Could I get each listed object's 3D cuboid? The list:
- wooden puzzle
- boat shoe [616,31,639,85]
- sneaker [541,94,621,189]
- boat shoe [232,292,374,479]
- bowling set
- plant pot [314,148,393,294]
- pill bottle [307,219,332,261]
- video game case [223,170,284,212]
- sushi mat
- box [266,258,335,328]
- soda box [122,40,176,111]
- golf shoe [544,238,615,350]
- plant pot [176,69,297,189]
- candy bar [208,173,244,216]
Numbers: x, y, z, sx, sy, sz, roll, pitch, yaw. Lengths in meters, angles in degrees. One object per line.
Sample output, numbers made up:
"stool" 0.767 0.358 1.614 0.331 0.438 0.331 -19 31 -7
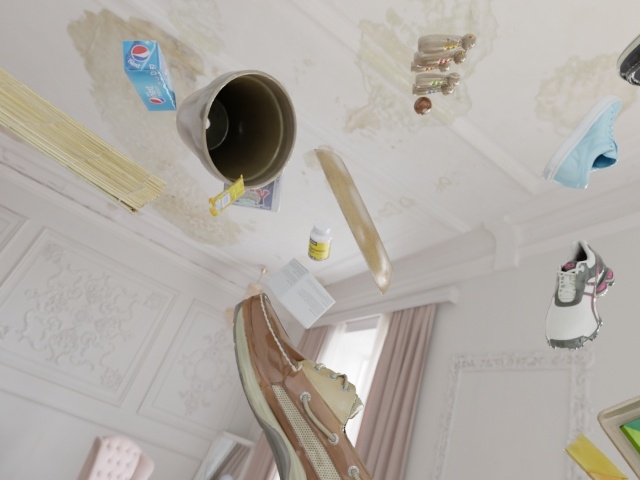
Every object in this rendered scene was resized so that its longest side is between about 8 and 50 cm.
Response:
"wooden puzzle" 0.219 0.128 0.243 0.116 0.078 0.014 -26 -34 -7
"boat shoe" 0.741 -0.334 0.677 0.187 0.156 0.500 11 3 -18
"sneaker" 0.839 -0.288 1.239 0.150 0.366 0.135 37 -11 26
"boat shoe" -0.007 0.211 0.491 0.120 0.324 0.122 -24 -21 -3
"bowling set" 0.356 -0.477 1.211 0.154 0.199 0.287 0 11 8
"plant pot" 0.055 -0.033 0.603 0.032 0.236 0.236 -24 -40 6
"pill bottle" 0.000 0.000 1.141 0.065 0.065 0.116 16 -49 10
"video game case" -0.227 -0.199 1.376 0.201 0.183 0.023 9 14 4
"sushi mat" -0.345 -0.145 0.506 0.316 0.019 0.151 37 9 -16
"box" -0.044 0.113 0.877 0.101 0.087 0.102 50 -8 -26
"soda box" -0.385 -0.369 0.929 0.071 0.067 0.210 -5 -5 -10
"golf shoe" 0.534 0.114 0.868 0.105 0.273 0.120 -15 -66 52
"plant pot" -0.279 -0.336 1.213 0.280 0.323 0.323 21 -22 41
"candy bar" -0.181 -0.091 0.807 0.018 0.161 0.040 3 -65 12
